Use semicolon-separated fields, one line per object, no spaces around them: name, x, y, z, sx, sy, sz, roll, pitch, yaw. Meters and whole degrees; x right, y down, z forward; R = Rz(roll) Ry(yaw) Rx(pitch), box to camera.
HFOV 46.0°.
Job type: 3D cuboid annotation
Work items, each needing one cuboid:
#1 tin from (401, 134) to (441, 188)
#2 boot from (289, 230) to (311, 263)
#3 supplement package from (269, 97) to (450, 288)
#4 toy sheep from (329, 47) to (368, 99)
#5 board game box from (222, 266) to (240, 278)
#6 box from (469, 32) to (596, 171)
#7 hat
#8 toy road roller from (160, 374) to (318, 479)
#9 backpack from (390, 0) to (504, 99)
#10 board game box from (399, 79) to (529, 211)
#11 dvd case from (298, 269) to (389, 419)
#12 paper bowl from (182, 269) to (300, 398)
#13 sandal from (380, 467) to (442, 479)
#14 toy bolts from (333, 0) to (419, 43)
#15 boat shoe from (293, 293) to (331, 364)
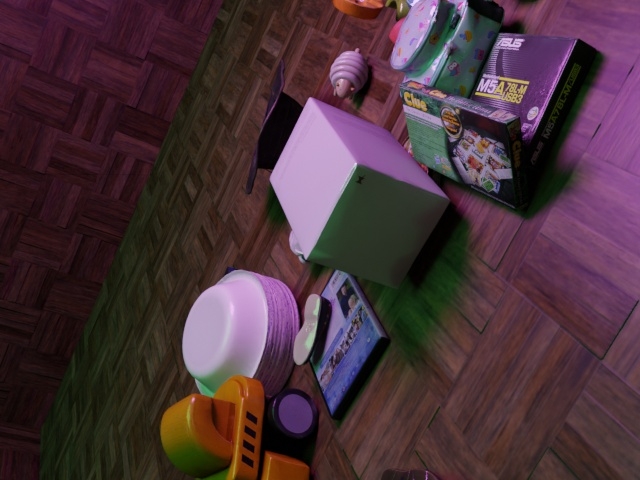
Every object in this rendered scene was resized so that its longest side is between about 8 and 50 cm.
tin;0.163;-0.099;1.287;0.106;0.040;0.190;-21;54;53
boot;0.000;0.000;1.496;0.258;0.095;0.123;-106;36;-63
supplement package;0.051;-0.085;1.252;0.175;0.177;0.293;-61;26;20
toy sheep;0.062;-0.361;1.624;0.091;0.091;0.132;-29;41;54
board game box;-0.209;0.180;1.819;0.165;0.042;0.243;-66;25;8
box;0.289;-0.208;1.103;0.184;0.045;0.190;-68;26;9
hat;-0.077;-0.244;1.758;0.331;0.133;0.332;-163;90;-83
toy road roller;-0.162;0.402;1.331;0.202;0.240;0.330;-38;40;49
backpack;0.198;-0.303;1.235;0.166;0.144;0.189;-139;62;-72
board game box;0.206;-0.146;1.110;0.259;0.030;0.136;39;152;54
dvd case;0.034;0.174;1.362;0.180;0.022;0.253;-61;27;20
paper bowl;-0.181;0.202;1.575;0.284;0.148;0.284;-26;55;43
sandal;0.132;0.353;1.005;0.219;0.060;0.090;139;151;-70
toy bolts;0.155;-0.466;1.378;0.229;0.218;0.159;-114;35;-46
boat shoe;-0.014;0.167;1.391;0.048;0.042;0.133;8;79;44
